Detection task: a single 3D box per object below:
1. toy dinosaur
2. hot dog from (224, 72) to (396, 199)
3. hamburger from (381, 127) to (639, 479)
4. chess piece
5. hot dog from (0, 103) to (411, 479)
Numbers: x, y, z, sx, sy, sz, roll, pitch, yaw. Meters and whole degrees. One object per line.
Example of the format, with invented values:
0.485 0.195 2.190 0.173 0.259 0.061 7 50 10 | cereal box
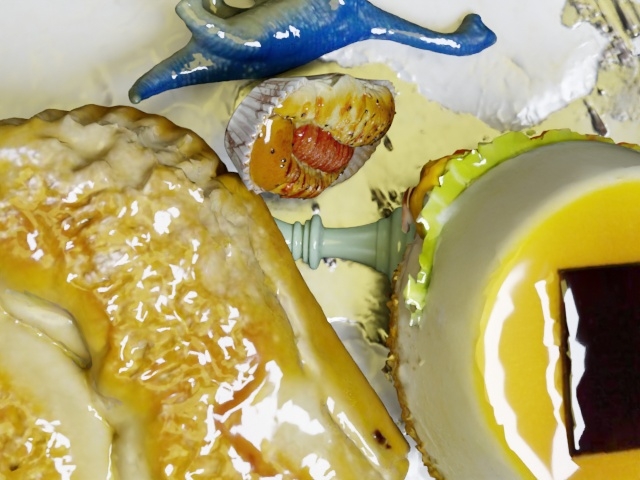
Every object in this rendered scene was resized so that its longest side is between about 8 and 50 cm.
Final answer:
-0.011 -0.133 1.152 0.188 0.075 0.248 42 65 3 | toy dinosaur
-0.003 -0.075 1.108 0.053 0.192 0.099 31 105 21 | hot dog
0.182 0.067 1.102 0.276 0.179 0.294 -7 92 -20 | hamburger
0.000 0.000 1.168 0.149 0.059 0.059 4 88 2 | chess piece
-0.175 0.097 1.089 0.367 0.196 0.365 -30 98 -3 | hot dog
